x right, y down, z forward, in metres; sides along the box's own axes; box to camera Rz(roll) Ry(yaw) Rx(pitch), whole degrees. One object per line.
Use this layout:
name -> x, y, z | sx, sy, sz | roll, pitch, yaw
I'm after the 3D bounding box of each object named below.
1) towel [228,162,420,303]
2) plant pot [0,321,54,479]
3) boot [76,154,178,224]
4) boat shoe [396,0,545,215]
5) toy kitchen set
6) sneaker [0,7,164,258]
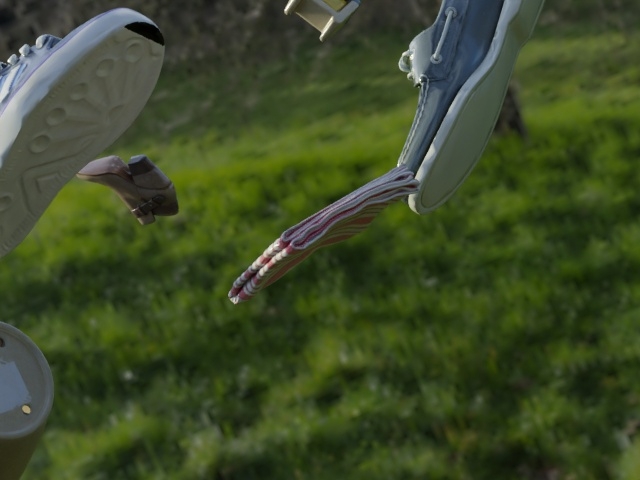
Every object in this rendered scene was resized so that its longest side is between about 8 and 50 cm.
towel -> 0.000, 0.000, 1.549 | 0.144, 0.029, 0.197 | -30, -6, -24
plant pot -> -0.396, 0.194, 1.758 | 0.274, 0.256, 0.256 | -34, -3, 43
boot -> -0.226, -0.057, 2.022 | 0.118, 0.087, 0.042 | -4, 35, 33
boat shoe -> 0.135, -0.175, 1.719 | 0.099, 0.319, 0.116 | 20, -14, 21
toy kitchen set -> 0.013, -0.382, 2.115 | 0.207, 0.166, 0.122 | -50, 6, 45
sneaker -> -0.322, -0.157, 1.738 | 0.323, 0.236, 0.130 | -50, -36, 14
